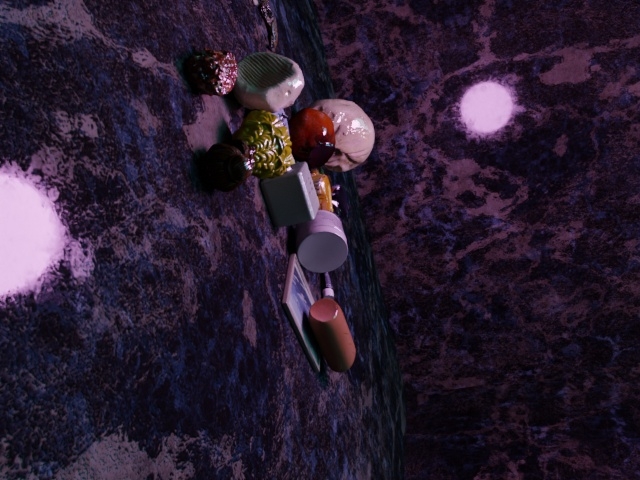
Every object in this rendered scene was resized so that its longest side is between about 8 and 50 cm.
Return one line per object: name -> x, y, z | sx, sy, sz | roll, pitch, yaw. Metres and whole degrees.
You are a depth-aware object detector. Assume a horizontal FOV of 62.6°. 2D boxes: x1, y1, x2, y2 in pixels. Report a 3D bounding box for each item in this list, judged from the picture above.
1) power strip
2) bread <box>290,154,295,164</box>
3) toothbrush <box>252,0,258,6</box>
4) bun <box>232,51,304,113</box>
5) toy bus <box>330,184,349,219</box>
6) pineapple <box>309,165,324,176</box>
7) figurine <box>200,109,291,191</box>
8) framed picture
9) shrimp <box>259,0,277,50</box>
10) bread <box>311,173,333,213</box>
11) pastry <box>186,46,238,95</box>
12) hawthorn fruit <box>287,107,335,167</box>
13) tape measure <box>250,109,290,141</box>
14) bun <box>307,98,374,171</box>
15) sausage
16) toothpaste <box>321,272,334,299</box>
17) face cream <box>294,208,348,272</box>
power strip -> -0.103, -0.174, 1.679 | 0.140, 0.139, 0.224 | -71, 147, -65
bread -> -0.117, -0.249, 1.932 | 0.228, 0.034, 0.228 | -13, 90, -77
toothbrush -> -0.285, -1.006, 1.927 | 0.028, 0.026, 0.294 | -110, 180, -57
bun -> -0.162, -0.456, 1.568 | 0.133, 0.231, 0.230 | 89, -1, -53
toy bus -> 0.032, -0.146, 2.223 | 0.302, 0.147, 0.127 | -69, 145, -71
pineapple -> 0.000, -0.269, 2.433 | 0.221, 0.048, 0.220 | -13, 90, -78
figurine -> -0.203, -0.210, 1.336 | 0.315, 0.168, 0.187 | -50, 155, -61
framed picture -> -0.054, 0.244, 1.773 | 0.247, 0.022, 0.334 | -84, 159, -53
shrimp -> -0.204, -0.859, 2.063 | 0.262, 0.051, 0.197 | 72, 11, -62
bread -> -0.012, -0.106, 1.999 | 0.152, 0.120, 0.287 | -66, 151, -68
pastry -> -0.264, -0.428, 1.327 | 0.208, 0.097, 0.115 | -77, 162, -65
hawthorn fruit -> -0.036, -0.422, 2.071 | 0.215, 0.216, 0.249 | 64, 20, -47
tape measure -> -0.159, -0.356, 1.690 | 0.182, 0.107, 0.180 | -26, 110, -74
bun -> 0.072, -0.442, 2.292 | 0.234, 0.327, 0.361 | -86, 155, -42
sausage -> 0.045, 0.332, 1.804 | 0.121, 0.121, 0.304 | -87, 163, -49
toothpaste -> 0.023, 0.164, 2.146 | 0.071, 0.045, 0.193 | 77, 3, -46
face cream -> 0.000, 0.000, 1.843 | 0.152, 0.178, 0.177 | -99, 170, -55
